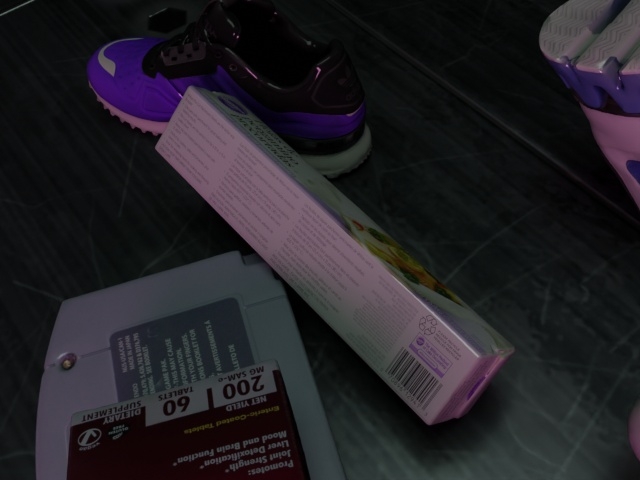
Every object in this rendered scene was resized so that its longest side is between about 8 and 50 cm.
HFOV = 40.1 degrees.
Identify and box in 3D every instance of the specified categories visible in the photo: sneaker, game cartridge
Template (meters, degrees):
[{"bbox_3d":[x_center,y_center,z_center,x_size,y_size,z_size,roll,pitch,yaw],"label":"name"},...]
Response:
[{"bbox_3d":[-0.091,-0.165,0.789,0.293,0.146,0.102,16,55,20],"label":"sneaker"},{"bbox_3d":[0.312,-0.070,0.614,0.127,0.182,0.315,-46,43,-13],"label":"sneaker"},{"bbox_3d":[-0.089,0.143,0.592,0.196,0.060,0.294,-13,49,-8],"label":"game cartridge"}]

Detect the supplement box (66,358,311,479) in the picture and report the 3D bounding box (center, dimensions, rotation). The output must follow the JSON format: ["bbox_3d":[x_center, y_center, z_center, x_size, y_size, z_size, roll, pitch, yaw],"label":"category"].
[{"bbox_3d":[-0.059,0.172,0.438,0.130,0.073,0.239,-15,32,-4],"label":"supplement box"}]

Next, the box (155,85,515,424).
[{"bbox_3d":[0.000,0.000,0.652,0.324,0.063,0.067,43,111,28],"label":"box"}]

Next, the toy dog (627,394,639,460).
[{"bbox_3d":[0.333,0.135,0.404,0.333,0.161,0.220,23,20,1],"label":"toy dog"}]
